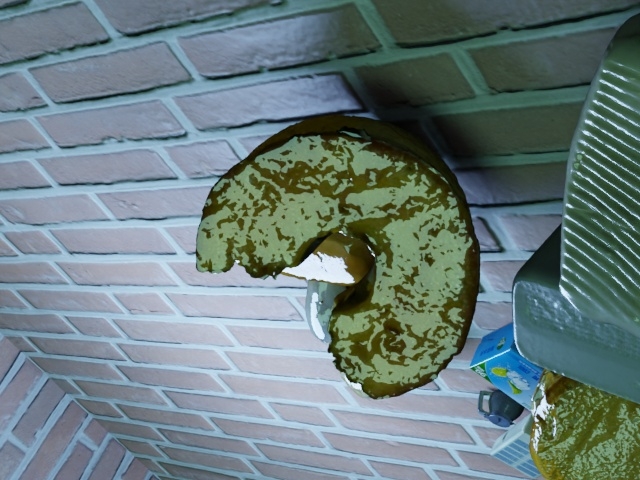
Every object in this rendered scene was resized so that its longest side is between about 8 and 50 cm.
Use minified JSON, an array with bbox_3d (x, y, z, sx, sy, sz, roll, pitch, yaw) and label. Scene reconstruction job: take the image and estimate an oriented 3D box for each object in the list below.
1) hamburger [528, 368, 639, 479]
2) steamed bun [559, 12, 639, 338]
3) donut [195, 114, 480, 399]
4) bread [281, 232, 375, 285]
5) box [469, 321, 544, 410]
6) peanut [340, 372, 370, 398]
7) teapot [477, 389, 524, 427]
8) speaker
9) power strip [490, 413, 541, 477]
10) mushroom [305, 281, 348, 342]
[{"bbox_3d":[0.485,0.285,1.683,0.314,0.170,0.290,21,122,1],"label":"hamburger"},{"bbox_3d":[0.417,-0.078,1.199,0.247,0.236,0.384,25,131,32],"label":"steamed bun"},{"bbox_3d":[0.059,-0.001,1.593,0.435,0.163,0.377,44,118,-12],"label":"donut"},{"bbox_3d":[0.000,0.000,1.797,0.241,0.107,0.136,6,139,34],"label":"bread"},{"bbox_3d":[0.374,0.227,1.843,0.194,0.073,0.139,35,149,-9],"label":"box"},{"bbox_3d":[0.124,0.234,2.020,0.123,0.124,0.256,41,150,-18],"label":"peanut"},{"bbox_3d":[0.335,0.314,2.021,0.088,0.057,0.066,20,147,15],"label":"teapot"},{"bbox_3d":[0.455,0.108,1.396,0.406,0.184,0.183,19,131,38],"label":"speaker"},{"bbox_3d":[0.396,0.385,2.006,0.106,0.043,0.367,27,163,8],"label":"power strip"},{"bbox_3d":[0.019,0.107,1.965,0.116,0.093,0.225,-8,127,21],"label":"mushroom"}]
